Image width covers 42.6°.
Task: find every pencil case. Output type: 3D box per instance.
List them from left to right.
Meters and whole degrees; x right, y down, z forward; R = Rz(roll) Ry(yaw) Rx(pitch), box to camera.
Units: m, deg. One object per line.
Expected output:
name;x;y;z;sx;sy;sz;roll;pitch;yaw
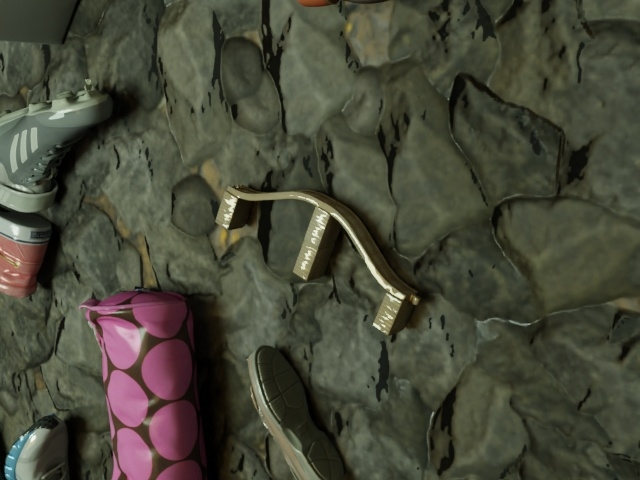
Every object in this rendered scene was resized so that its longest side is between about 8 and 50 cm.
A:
pencil case;-0.154;0.148;0.724;0.098;0.095;0.210;-4;95;5

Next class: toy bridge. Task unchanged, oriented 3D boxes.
toy bridge;0.000;0.000;0.627;0.188;0.026;0.063;31;113;28

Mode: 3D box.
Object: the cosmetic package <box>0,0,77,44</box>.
cosmetic package;-0.263;-0.306;0.727;0.127;0.107;0.238;46;123;21

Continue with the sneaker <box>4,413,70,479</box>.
sneaker;-0.280;0.266;0.855;0.082;0.071;0.191;27;119;21

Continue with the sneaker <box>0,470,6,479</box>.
sneaker;-0.388;0.270;0.930;0.064;0.076;0.167;-23;56;-2

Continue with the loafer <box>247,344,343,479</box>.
loafer;-0.029;0.147;0.662;0.039;0.045;0.125;-39;77;40

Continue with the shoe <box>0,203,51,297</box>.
shoe;-0.357;-0.005;0.862;0.178;0.063;0.081;23;105;27

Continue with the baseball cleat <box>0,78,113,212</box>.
baseball cleat;-0.261;-0.086;0.790;0.205;0.072;0.110;-4;111;38

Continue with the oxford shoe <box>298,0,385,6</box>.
oxford shoe;0.034;-0.292;0.532;0.098;0.097;0.272;4;105;15
